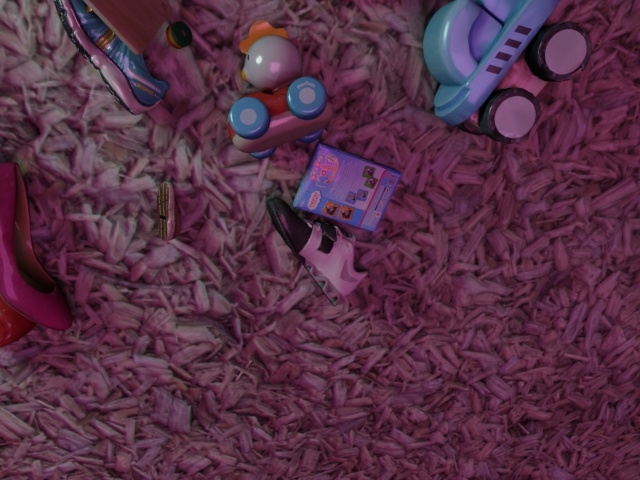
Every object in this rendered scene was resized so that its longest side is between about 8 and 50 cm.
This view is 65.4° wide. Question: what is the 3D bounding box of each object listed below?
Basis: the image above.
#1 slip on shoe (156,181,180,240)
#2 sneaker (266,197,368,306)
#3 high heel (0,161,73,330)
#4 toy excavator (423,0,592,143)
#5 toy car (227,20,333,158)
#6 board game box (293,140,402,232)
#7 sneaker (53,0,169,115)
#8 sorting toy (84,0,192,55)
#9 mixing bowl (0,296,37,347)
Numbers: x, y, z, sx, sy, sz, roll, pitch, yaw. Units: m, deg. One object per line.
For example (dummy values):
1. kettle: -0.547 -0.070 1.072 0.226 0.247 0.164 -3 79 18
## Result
1. slip on shoe: -0.334 -0.065 1.112 0.041 0.052 0.135 -17 116 -49
2. sneaker: 0.000 0.000 1.175 0.146 0.122 0.330 -37 124 -1
3. high heel: -0.608 0.026 1.055 0.182 0.127 0.377 -31 121 -3
4. toy excavator: 0.304 -0.469 0.976 0.446 0.222 0.432 31 104 -14
5. toy car: -0.105 -0.311 0.986 0.211 0.219 0.237 -20 88 -1
6. board game box: 0.063 -0.122 1.166 0.212 0.039 0.160 16 110 -19
7. sneaker: -0.397 -0.373 0.938 0.110 0.107 0.275 -40 122 -13
8. sorting toy: -0.353 -0.422 0.873 0.046 0.132 0.274 -3 145 36
9. mixing bowl: -0.732 0.174 1.108 0.182 0.098 0.181 -5 116 -10
